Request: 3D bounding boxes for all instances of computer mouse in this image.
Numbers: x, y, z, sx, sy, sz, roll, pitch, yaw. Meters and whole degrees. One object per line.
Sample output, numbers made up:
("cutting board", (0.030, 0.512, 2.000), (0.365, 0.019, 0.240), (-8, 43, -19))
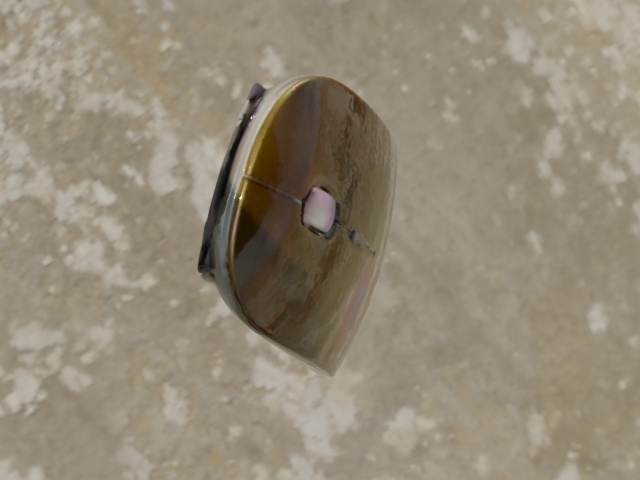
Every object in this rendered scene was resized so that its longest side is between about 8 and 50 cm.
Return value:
("computer mouse", (0.000, 0.000, 0.931), (0.310, 0.071, 0.158), (50, 56, -73))
